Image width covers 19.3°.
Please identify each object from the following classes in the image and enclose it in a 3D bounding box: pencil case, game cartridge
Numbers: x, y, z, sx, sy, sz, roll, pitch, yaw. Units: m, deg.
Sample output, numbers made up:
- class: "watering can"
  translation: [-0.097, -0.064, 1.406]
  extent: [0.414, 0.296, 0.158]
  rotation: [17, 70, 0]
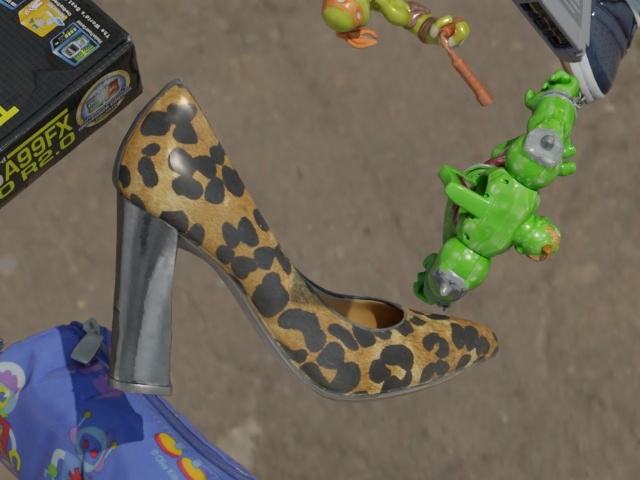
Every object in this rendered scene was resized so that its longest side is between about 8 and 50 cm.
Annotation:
- class: "pencil case"
  translation: [-0.114, 0.160, 1.227]
  extent: [0.119, 0.133, 0.306]
  rotation: [-2, 26, -36]
- class: "game cartridge"
  translation: [0.103, -0.121, 0.848]
  extent: [0.017, 0.083, 0.056]
  rotation: [0, 72, 26]

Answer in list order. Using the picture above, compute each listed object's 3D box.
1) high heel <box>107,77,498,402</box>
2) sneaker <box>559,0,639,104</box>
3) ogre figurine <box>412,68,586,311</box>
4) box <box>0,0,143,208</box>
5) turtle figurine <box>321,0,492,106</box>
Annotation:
- class: "high heel"
  translation: [0.000, 0.000, 1.145]
  extent: [0.261, 0.186, 0.093]
  rotation: [1, 10, -22]
- class: "sneaker"
  translation: [0.295, -0.250, 1.754]
  extent: [0.153, 0.099, 0.282]
  rotation: [-13, 44, 21]
- class: "ogre figurine"
  translation: [0.127, -0.026, 1.373]
  extent: [0.197, 0.097, 0.118]
  rotation: [-37, 7, 14]
- class: "box"
  translation: [-0.274, -0.120, 1.133]
  extent: [0.216, 0.060, 0.270]
  rotation: [-41, 69, -18]
- class: "turtle figurine"
  translation: [0.048, -0.236, 1.574]
  extent: [0.269, 0.087, 0.217]
  rotation: [33, 52, -17]
